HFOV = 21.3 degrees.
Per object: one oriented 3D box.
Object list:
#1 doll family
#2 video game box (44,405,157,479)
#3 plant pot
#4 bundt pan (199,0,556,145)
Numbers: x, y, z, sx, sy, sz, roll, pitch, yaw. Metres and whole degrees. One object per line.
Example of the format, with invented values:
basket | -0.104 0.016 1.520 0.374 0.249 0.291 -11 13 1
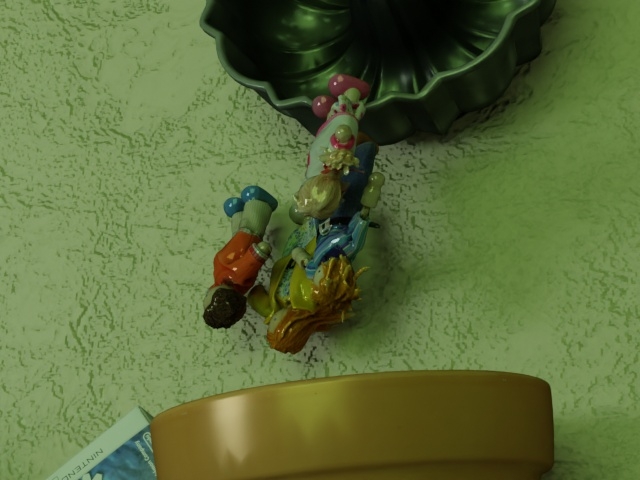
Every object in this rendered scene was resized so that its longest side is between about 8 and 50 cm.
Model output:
doll family | 0.000 0.000 1.392 0.263 0.118 0.163 -49 22 45
video game box | -0.165 0.265 1.382 0.187 0.048 0.205 -40 55 0
plant pot | 0.032 0.216 1.210 0.291 0.291 0.203 -10 76 17
bundt pan | 0.065 -0.221 1.517 0.331 0.124 0.331 -10 58 17
